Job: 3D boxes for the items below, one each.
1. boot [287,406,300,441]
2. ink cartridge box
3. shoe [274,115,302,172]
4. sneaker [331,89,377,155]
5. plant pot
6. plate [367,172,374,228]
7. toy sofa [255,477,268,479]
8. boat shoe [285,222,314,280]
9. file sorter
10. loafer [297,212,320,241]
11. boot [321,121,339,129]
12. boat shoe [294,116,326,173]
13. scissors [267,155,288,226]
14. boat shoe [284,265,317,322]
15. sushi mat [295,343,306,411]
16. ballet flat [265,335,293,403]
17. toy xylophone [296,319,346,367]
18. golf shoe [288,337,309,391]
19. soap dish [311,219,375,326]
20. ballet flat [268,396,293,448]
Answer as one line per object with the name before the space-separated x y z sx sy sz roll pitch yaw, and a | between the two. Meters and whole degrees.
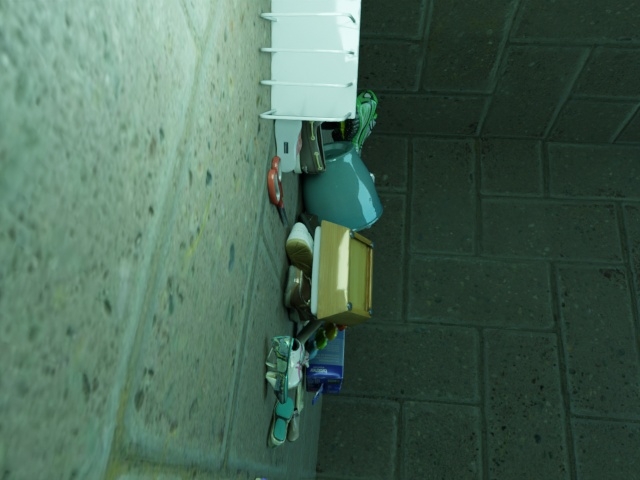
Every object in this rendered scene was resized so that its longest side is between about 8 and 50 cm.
boot | -0.094 0.629 1.879 0.118 0.042 0.087 -32 119 -85
ink cartridge box | 0.019 0.458 2.218 0.270 0.151 0.395 92 -1 -62
shoe | -0.077 -0.262 1.344 0.081 0.063 0.178 -82 178 -53
sneaker | 0.135 -0.386 1.907 0.134 0.146 0.343 55 -15 15
plant pot | 0.054 -0.191 1.863 0.271 0.272 0.255 -77 154 -60
plate | 0.073 -0.185 2.101 0.045 0.278 0.277 -46 151 -35
toy sofa | -0.102 0.721 1.208 0.362 0.150 0.177 -75 169 -64
boat shoe | -0.045 0.048 1.679 0.277 0.098 0.096 84 12 -55
file sorter | -0.024 -0.391 1.127 0.173 0.193 0.277 -61 154 -71
loafer | 0.000 0.000 1.754 0.220 0.078 0.080 66 -23 18
boot | 0.030 -0.576 1.914 0.348 0.131 0.260 80 14 -66
boat shoe | -0.029 -0.349 1.590 0.116 0.097 0.324 -76 168 -63
scissors | -0.105 -0.089 1.384 0.297 0.021 0.109 88 5 -54
boat shoe | -0.043 0.165 1.669 0.324 0.116 0.123 81 13 -67
sushi mat | -0.073 0.511 2.112 0.151 0.019 0.316 15 78 -86
ballet flat | -0.107 0.323 1.376 0.070 0.070 0.188 -67 164 -75
toy xylophone | 0.024 0.284 1.930 0.322 0.081 0.236 -46 -169 13
golf shoe | -0.091 0.376 1.654 0.086 0.067 0.186 60 22 -22
soap dish | 0.073 0.104 1.637 0.229 0.118 0.291 27 62 -58
ballet flat | -0.117 0.509 1.529 0.052 0.057 0.168 -58 -175 27
